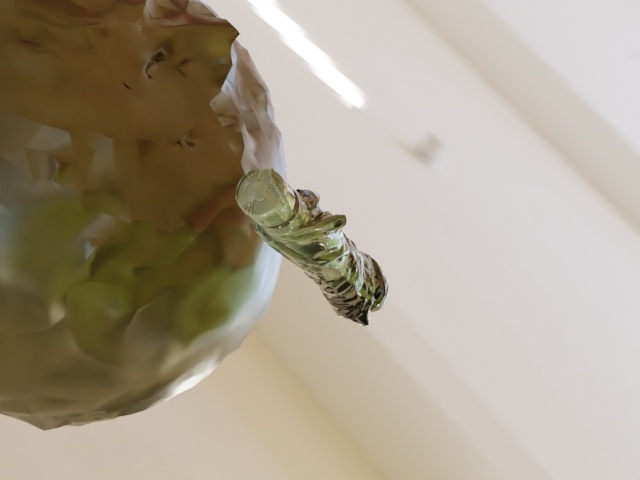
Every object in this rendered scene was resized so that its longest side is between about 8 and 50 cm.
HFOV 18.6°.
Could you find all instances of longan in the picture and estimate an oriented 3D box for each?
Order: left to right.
[{"bbox_3d":[-0.207,-0.047,1.508,0.391,0.391,0.391,33,-158,-15],"label":"longan"}]

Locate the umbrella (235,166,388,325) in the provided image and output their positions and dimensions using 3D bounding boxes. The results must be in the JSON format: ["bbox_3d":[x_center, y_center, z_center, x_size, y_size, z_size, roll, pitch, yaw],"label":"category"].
[{"bbox_3d":[0.000,0.000,1.204,0.046,0.050,0.188,63,-172,29],"label":"umbrella"}]
